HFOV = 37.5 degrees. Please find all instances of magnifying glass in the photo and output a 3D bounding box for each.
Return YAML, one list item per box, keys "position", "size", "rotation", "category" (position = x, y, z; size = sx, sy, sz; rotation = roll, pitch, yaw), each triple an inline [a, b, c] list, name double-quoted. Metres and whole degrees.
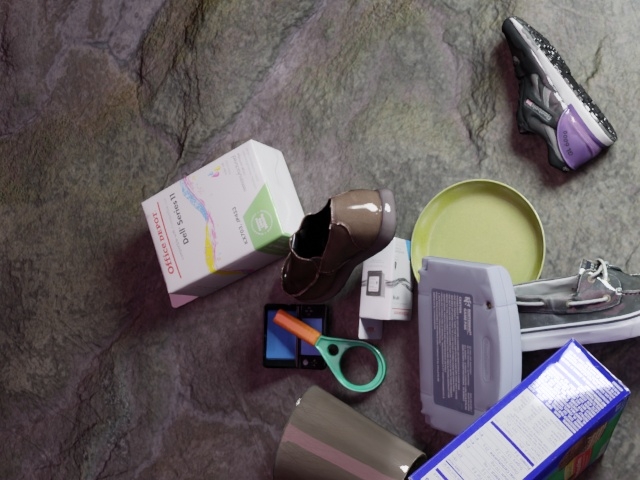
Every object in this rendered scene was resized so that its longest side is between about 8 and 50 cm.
- position: [0.016, 0.195, 1.720]
  size: [0.231, 0.026, 0.092]
  rotation: [31, 96, 16]
  category: "magnifying glass"

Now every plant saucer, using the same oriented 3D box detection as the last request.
- position: [0.272, 0.016, 1.619]
  size: [0.241, 0.037, 0.240]
  rotation: [-3, 83, 29]
  category: "plant saucer"

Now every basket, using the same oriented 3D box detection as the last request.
- position: [0.056, 0.388, 1.638]
  size: [0.227, 0.154, 0.204]
  rotation: [20, 98, 26]
  category: "basket"

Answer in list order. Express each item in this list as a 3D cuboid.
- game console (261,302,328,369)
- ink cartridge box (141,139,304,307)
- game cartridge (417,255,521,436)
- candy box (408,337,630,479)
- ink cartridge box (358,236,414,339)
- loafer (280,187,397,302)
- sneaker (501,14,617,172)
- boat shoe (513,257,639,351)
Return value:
- position: [-0.046, 0.179, 1.756]
  size: [0.107, 0.071, 0.122]
  rotation: [-3, 83, 42]
  category: "game console"
- position: [-0.215, -0.022, 1.846]
  size: [0.353, 0.119, 0.207]
  rotation: [-28, 72, 24]
  category: "ink cartridge box"
- position: [0.241, 0.179, 1.541]
  size: [0.196, 0.060, 0.294]
  rotation: [10, 104, 57]
  category: "game cartridge"
- position: [0.285, 0.328, 1.377]
  size: [0.317, 0.268, 0.122]
  rotation: [-36, 61, -13]
  category: "candy box"
- position: [0.119, 0.086, 1.659]
  size: [0.060, 0.104, 0.180]
  rotation: [2, 86, 28]
  category: "ink cartridge box"
- position: [0.000, 0.000, 1.642]
  size: [0.366, 0.130, 0.133]
  rotation: [133, 140, -54]
  category: "loafer"
- position: [0.359, -0.243, 1.566]
  size: [0.124, 0.107, 0.283]
  rotation: [-39, 67, 26]
  category: "sneaker"
- position: [0.423, 0.088, 1.459]
  size: [0.335, 0.121, 0.119]
  rotation: [-17, 100, 24]
  category: "boat shoe"
